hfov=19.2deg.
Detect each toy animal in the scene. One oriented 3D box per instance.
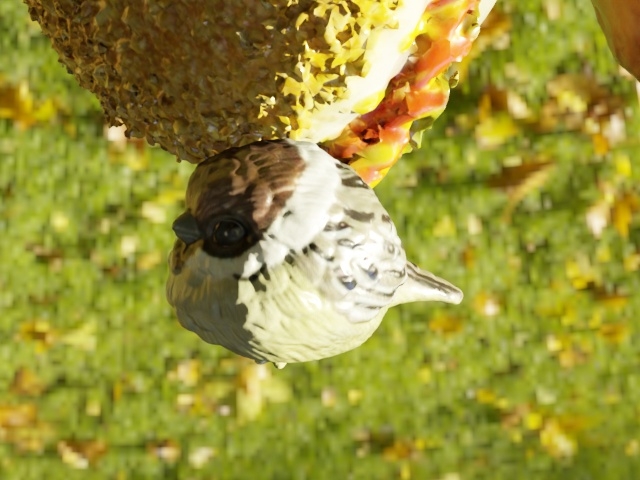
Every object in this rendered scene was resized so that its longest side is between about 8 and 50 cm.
[{"bbox_3d":[0.000,0.000,0.810,0.137,0.098,0.098,-8,155,-22],"label":"toy animal"}]

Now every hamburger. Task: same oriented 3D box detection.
[{"bbox_3d":[-0.036,-0.174,0.952,0.179,0.294,0.276,-24,145,-53],"label":"hamburger"}]

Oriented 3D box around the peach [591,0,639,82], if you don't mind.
[{"bbox_3d":[0.296,-0.167,1.273,0.214,0.235,0.214,-1,117,-2],"label":"peach"}]
